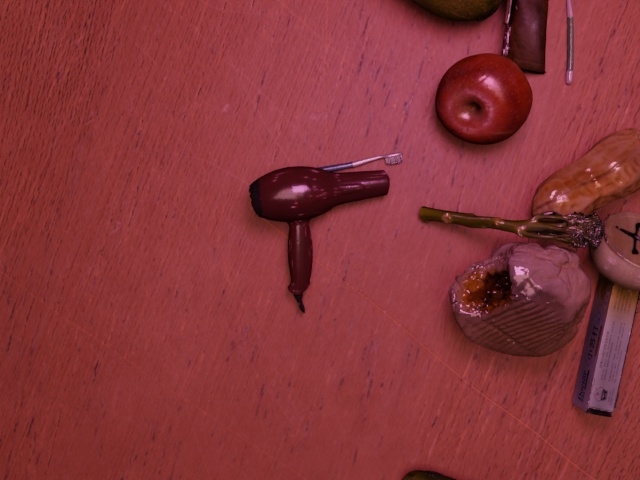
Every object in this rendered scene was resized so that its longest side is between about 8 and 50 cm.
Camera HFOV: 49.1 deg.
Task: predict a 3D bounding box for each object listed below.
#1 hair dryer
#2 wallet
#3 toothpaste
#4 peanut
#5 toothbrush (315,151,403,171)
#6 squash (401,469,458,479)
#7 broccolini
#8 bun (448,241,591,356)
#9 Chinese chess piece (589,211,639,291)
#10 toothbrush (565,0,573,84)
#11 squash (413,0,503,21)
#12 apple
[{"bbox_3d":[0.000,0.000,1.592,0.313,0.123,0.340,-3,102,-7],"label":"hair dryer"},{"bbox_3d":[0.454,-0.502,1.537,0.137,0.031,0.255,2,93,-34],"label":"wallet"},{"bbox_3d":[0.632,0.226,1.547,0.071,0.089,0.312,11,91,-4],"label":"toothpaste"},{"bbox_3d":[0.588,-0.131,1.512,0.305,0.147,0.147,-30,89,4],"label":"peanut"},{"bbox_3d":[0.054,-0.168,1.609,0.276,0.019,0.025,-10,98,4],"label":"toothbrush"},{"bbox_3d":[0.341,0.592,1.576,0.331,0.087,0.087,19,92,2],"label":"squash"},{"bbox_3d":[0.403,-0.036,1.505,0.392,0.074,0.079,11,60,35],"label":"broccolini"},{"bbox_3d":[0.434,0.111,1.495,0.281,0.281,0.205,21,52,3],"label":"bun"},{"bbox_3d":[0.672,0.021,1.497,0.188,0.188,0.083,16,136,3],"label":"Chinese chess piece"},{"bbox_3d":[0.559,-0.479,1.570,0.024,0.018,0.257,1,91,-3],"label":"toothbrush"},{"bbox_3d":[0.266,-0.598,1.449,0.310,0.310,0.309,-34,92,4],"label":"squash"},{"bbox_3d":[0.354,-0.306,1.512,0.201,0.162,0.201,18,129,23],"label":"apple"}]
